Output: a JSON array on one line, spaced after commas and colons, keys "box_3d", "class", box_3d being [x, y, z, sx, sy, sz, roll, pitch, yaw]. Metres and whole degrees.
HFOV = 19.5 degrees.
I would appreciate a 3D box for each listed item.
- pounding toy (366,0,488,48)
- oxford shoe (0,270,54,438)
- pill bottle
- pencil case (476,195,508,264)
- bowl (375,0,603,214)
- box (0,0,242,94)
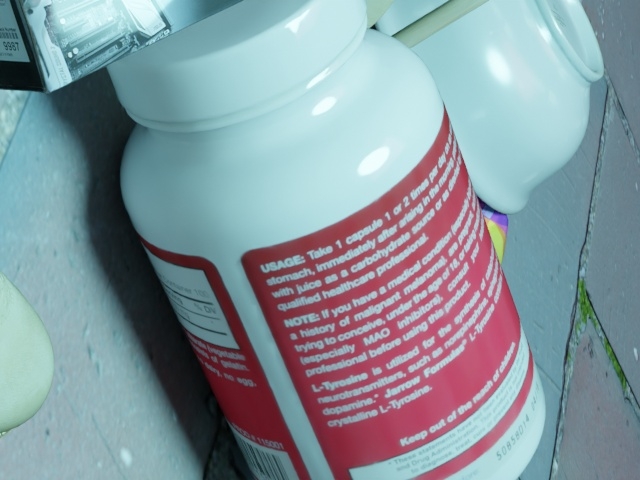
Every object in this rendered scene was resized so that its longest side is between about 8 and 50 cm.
[{"box_3d": [-0.011, -0.228, 1.436, 0.237, 0.183, 0.110, 44, 12, -30], "class": "pounding toy"}, {"box_3d": [-0.228, 0.016, 0.907, 0.397, 0.147, 0.140, 39, 51, -57], "class": "oxford shoe"}, {"box_3d": [0.000, 0.000, 1.302, 0.229, 0.229, 0.407, -65, 141, -48], "class": "pill bottle"}, {"box_3d": [0.111, 0.063, 1.683, 0.104, 0.104, 0.236, 55, 37, -47], "class": "pencil case"}, {"box_3d": [0.170, -0.183, 1.716, 0.298, 0.134, 0.298, 50, 25, -33], "class": "bowl"}, {"box_3d": [-0.129, -0.152, 0.884, 0.242, 0.307, 0.076, -31, 115, -34], "class": "box"}]
